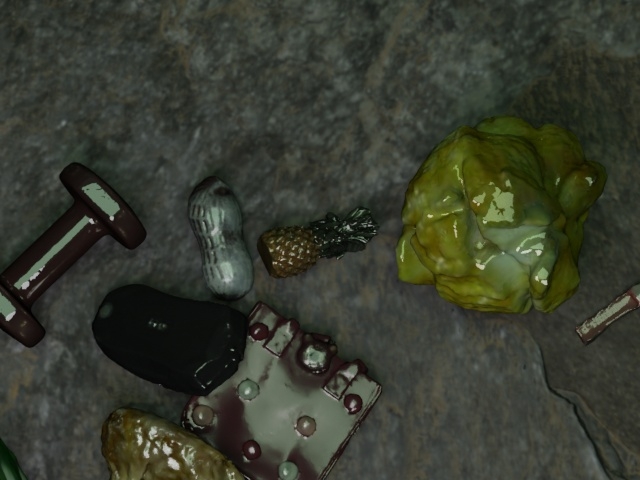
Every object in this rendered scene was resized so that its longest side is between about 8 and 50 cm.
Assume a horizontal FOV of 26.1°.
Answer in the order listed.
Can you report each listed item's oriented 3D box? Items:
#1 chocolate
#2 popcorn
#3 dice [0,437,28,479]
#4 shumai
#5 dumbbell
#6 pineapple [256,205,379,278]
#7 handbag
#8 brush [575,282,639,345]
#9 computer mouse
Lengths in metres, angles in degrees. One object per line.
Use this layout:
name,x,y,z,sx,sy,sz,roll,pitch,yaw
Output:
chocolate,-0.130,-0.002,1.804,0.072,0.072,0.167,-14,83,-7
popcorn,0.232,-0.040,1.764,0.225,0.276,0.276,9,77,32
dice,-0.451,0.402,1.590,0.297,0.300,0.287,-24,79,-7
shumai,-0.195,0.309,1.698,0.209,0.161,0.153,36,75,-15
dumbbell,-0.341,0.018,1.755,0.140,0.124,0.225,43,79,5
pineapple,0.000,0.000,1.818,0.159,0.074,0.074,-18,81,-16
handbag,-0.051,0.211,1.769,0.203,0.074,0.216,35,79,2
brush,0.470,0.046,1.855,0.301,0.071,0.084,-36,68,-1
computer mouse,-0.191,0.126,1.755,0.217,0.073,0.122,14,64,29
